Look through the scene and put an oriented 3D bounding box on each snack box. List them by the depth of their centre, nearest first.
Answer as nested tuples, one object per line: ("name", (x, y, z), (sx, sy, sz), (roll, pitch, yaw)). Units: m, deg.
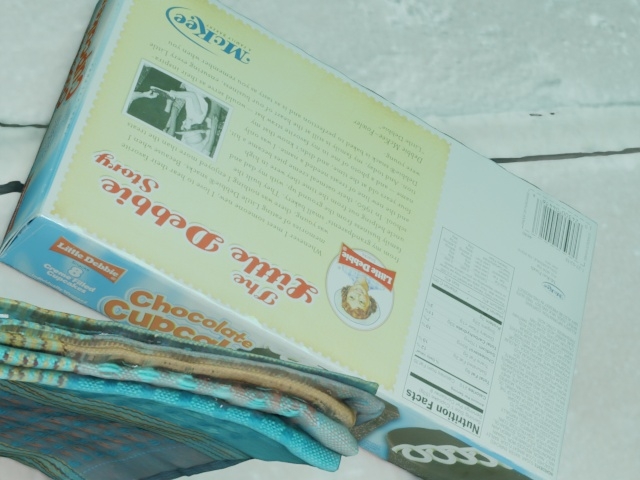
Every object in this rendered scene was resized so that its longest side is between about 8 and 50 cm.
("snack box", (0.000, 0.000, 1.073), (0.322, 0.060, 0.187), (29, 51, -17))

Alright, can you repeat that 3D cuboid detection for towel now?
("towel", (-0.198, 0.049, 0.780), (0.370, 0.271, 0.040), (15, 74, -26))
